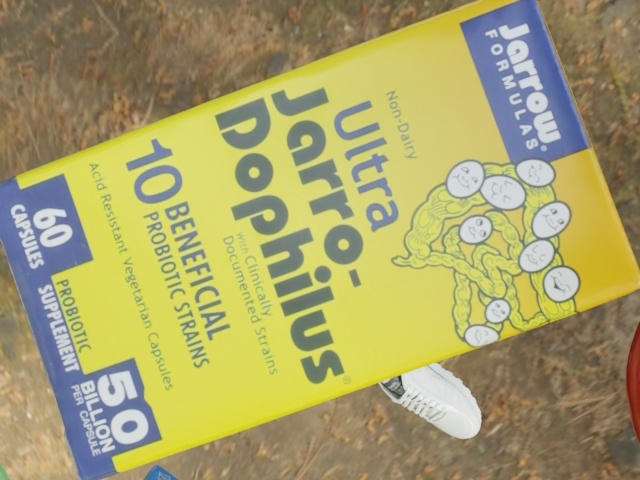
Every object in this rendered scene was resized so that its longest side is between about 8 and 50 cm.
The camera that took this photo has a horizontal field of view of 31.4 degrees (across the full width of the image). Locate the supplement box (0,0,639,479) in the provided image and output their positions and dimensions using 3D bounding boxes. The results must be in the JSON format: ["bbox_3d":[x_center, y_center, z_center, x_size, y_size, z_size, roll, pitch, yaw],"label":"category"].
[{"bbox_3d":[0.000,0.000,0.755,0.356,0.195,0.194,-20,87,6],"label":"supplement box"}]

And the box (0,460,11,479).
[{"bbox_3d":[-0.551,0.341,1.519,0.231,0.127,0.262,-26,94,5],"label":"box"}]

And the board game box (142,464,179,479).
[{"bbox_3d":[-0.171,0.481,1.380,0.308,0.086,0.302,37,108,-3],"label":"board game box"}]

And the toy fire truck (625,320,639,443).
[{"bbox_3d":[0.174,0.121,0.394,0.246,0.158,0.217,-37,54,16],"label":"toy fire truck"}]

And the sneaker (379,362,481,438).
[{"bbox_3d":[0.150,0.232,1.758,0.235,0.090,0.095,43,32,-4],"label":"sneaker"}]
